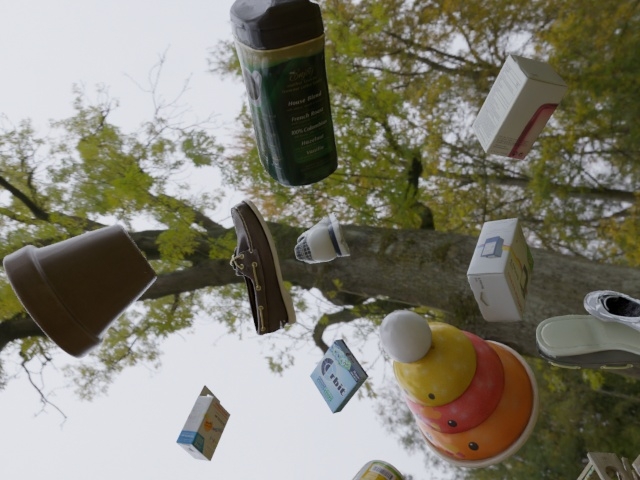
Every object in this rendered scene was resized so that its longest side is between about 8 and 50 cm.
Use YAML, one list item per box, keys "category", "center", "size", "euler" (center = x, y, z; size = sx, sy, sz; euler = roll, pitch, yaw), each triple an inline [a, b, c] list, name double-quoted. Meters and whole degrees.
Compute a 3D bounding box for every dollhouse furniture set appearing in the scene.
- category: "dollhouse furniture set"
  center: [0.586, 0.519, 0.954]
  size: [0.161, 0.101, 0.182]
  euler: [5, -59, -7]

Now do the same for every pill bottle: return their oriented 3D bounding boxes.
- category: "pill bottle"
  center: [0.098, 0.625, 1.115]
  size: [0.245, 0.136, 0.136]
  euler: [-13, -74, -59]

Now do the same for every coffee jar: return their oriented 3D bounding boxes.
- category: "coffee jar"
  center: [-0.034, -0.154, 0.496]
  size: [0.079, 0.096, 0.184]
  euler: [-23, -48, -17]

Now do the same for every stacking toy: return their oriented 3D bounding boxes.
- category: "stacking toy"
  center: [0.289, 0.319, 1.211]
  size: [0.480, 0.350, 0.351]
  euler: [42, -115, -32]

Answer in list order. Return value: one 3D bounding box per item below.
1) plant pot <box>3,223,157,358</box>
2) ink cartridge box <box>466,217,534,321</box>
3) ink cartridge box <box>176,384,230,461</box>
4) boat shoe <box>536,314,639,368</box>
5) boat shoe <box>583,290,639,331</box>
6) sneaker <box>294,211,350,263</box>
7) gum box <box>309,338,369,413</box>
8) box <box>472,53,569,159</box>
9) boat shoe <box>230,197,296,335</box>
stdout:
- category: "plant pot"
  center: [-0.497, 0.082, 1.060]
  size: [0.229, 0.263, 0.263]
  euler: [-36, -57, -17]
- category: "ink cartridge box"
  center: [0.442, 0.071, 1.185]
  size: [0.212, 0.093, 0.154]
  euler: [-53, -56, -41]
- category: "ink cartridge box"
  center: [-0.326, 0.522, 1.403]
  size: [0.104, 0.061, 0.181]
  euler: [63, -147, -36]
- category: "boat shoe"
  center: [0.598, 0.204, 0.979]
  size: [0.091, 0.305, 0.109]
  euler: [64, -153, -47]
- category: "boat shoe"
  center: [0.558, 0.126, 0.918]
  size: [0.063, 0.184, 0.066]
  euler: [36, -83, -13]
- category: "sneaker"
  center: [0.000, 0.000, 0.965]
  size: [0.235, 0.094, 0.090]
  euler: [-18, -94, -88]
- category: "gum box"
  center: [0.057, 0.444, 1.596]
  size: [0.041, 0.157, 0.184]
  euler: [5, -53, -44]
- category: "box"
  center: [0.540, -0.363, 1.339]
  size: [0.149, 0.126, 0.232]
  euler: [-93, 17, -45]
- category: "boat shoe"
  center: [-0.151, 0.066, 1.133]
  size: [0.096, 0.116, 0.324]
  euler: [-22, -74, -21]
